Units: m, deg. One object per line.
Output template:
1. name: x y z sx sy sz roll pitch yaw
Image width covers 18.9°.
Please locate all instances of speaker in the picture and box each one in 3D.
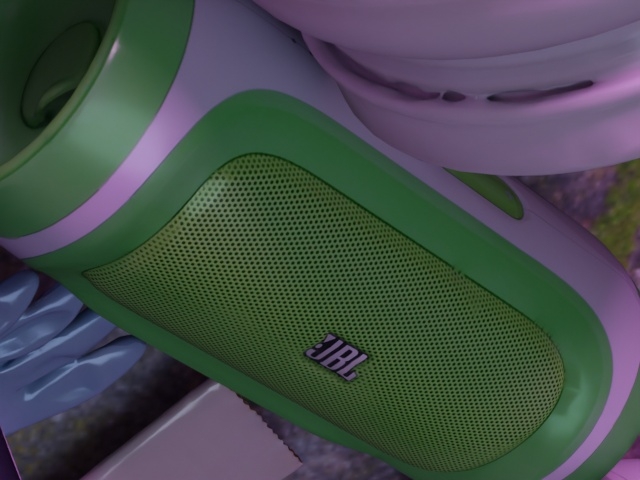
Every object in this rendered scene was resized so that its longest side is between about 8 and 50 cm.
1. speaker: 0.000 0.000 0.729 0.296 0.131 0.131 32 104 -36

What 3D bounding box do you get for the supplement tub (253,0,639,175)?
1. supplement tub: 0.037 -0.202 0.543 0.235 0.235 0.325 -31 129 -3

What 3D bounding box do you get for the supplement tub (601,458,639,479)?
1. supplement tub: 0.185 0.232 0.898 0.316 0.228 0.228 23 109 -34

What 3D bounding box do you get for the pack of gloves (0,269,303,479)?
1. pack of gloves: -0.148 0.101 0.793 0.232 0.046 0.195 -35 140 4

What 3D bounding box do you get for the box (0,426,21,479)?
1. box: -0.309 -0.005 0.531 0.293 0.212 0.395 -32 129 -2
